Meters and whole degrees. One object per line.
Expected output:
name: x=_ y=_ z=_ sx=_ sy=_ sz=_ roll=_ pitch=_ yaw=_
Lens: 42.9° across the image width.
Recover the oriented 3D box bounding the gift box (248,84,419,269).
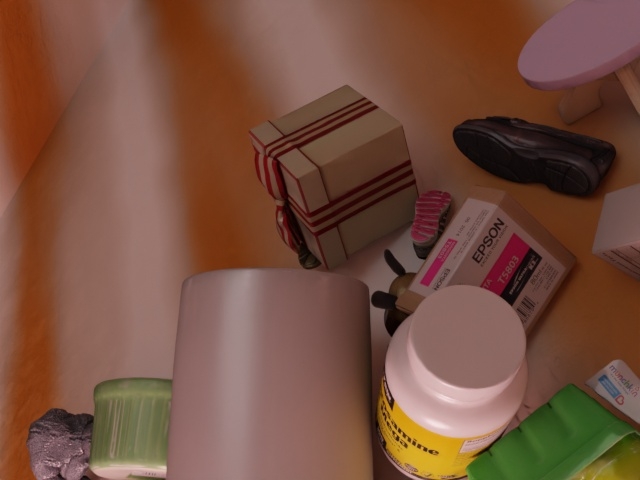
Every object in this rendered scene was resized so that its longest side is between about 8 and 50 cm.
gift box: x=0.011 y=-0.121 z=1.581 sx=0.258 sy=0.255 sz=0.276 roll=-29 pitch=34 yaw=-13

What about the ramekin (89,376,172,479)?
ramekin: x=-0.270 y=0.360 z=1.473 sx=0.303 sy=0.303 sz=0.148 roll=-14 pitch=59 yaw=36

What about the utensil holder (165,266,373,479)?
utensil holder: x=-0.072 y=0.259 z=1.261 sx=0.327 sy=0.327 sz=0.385 roll=-10 pitch=72 yaw=38

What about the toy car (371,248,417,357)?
toy car: x=0.142 y=0.103 z=1.362 sx=0.149 sy=0.188 sz=0.155 roll=-9 pitch=55 yaw=38

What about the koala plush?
koala plush: x=-0.472 y=0.428 z=1.701 sx=0.221 sy=0.203 sz=0.196 roll=-11 pitch=54 yaw=23

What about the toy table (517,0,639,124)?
toy table: x=0.493 y=-0.311 z=1.376 sx=0.274 sy=0.161 sz=0.252 roll=-20 pitch=48 yaw=30

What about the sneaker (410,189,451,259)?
sneaker: x=0.203 y=-0.027 z=1.504 sx=0.063 sy=0.075 sz=0.170 roll=5 pitch=39 yaw=17

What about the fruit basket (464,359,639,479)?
fruit basket: x=0.363 y=0.377 z=1.014 sx=0.327 sy=0.165 sz=0.353 roll=-43 pitch=56 yaw=10

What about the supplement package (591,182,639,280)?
supplement package: x=0.493 y=-0.021 z=1.152 sx=0.179 sy=0.105 sz=0.105 roll=-23 pitch=44 yaw=62

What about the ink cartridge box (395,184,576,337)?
ink cartridge box: x=0.261 y=0.064 z=1.272 sx=0.235 sy=0.193 sz=0.088 roll=-56 pitch=27 yaw=-6

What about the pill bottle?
pill bottle: x=0.176 y=0.201 z=1.118 sx=0.188 sy=0.334 sz=0.188 roll=0 pitch=58 yaw=0

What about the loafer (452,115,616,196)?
loafer: x=0.374 y=-0.161 z=1.435 sx=0.095 sy=0.109 sz=0.302 roll=-42 pitch=43 yaw=-20

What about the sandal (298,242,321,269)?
sandal: x=0.000 y=0.000 z=1.685 sx=0.072 sy=0.049 sz=0.180 roll=-17 pitch=34 yaw=19
